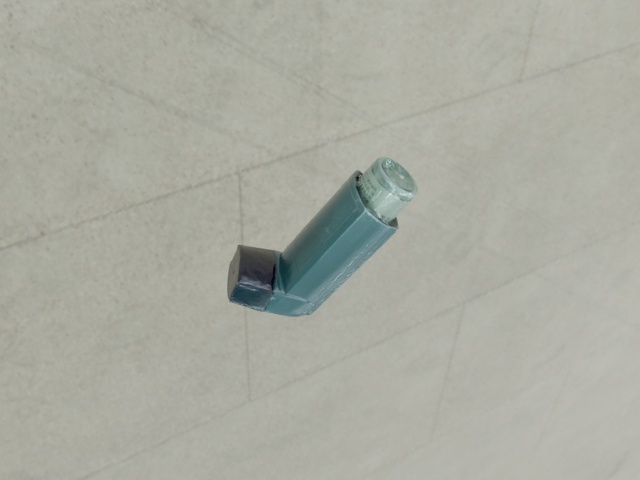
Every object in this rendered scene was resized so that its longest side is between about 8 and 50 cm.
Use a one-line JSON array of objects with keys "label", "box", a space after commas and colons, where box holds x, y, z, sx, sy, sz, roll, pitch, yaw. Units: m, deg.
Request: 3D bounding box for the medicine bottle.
[{"label": "medicine bottle", "box": [0.000, 0.000, 0.907, 0.124, 0.079, 0.258, 30, 122, -26]}]
